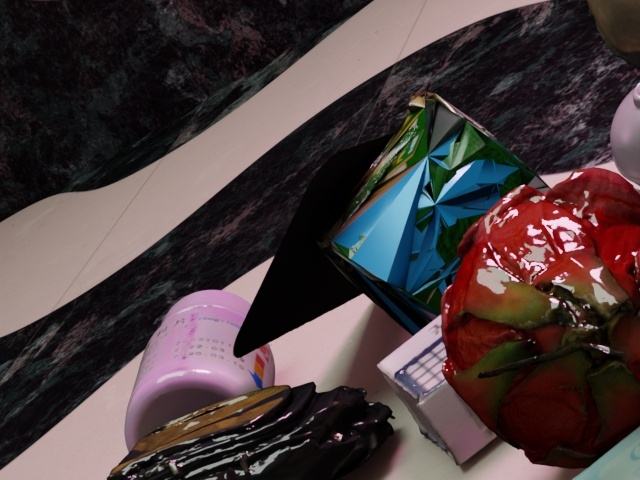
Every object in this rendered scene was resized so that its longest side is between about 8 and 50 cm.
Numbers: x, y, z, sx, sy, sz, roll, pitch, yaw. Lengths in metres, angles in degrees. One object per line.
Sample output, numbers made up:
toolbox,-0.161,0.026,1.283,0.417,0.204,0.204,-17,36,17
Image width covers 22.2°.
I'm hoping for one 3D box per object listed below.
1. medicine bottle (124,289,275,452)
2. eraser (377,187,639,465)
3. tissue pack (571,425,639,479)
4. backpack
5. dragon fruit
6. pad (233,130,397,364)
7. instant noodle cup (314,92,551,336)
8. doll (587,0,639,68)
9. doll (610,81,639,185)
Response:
medicine bottle,-0.125,0.157,1.756,0.152,0.152,0.254,-33,16,11
eraser,0.197,0.071,1.452,0.287,0.086,0.130,-37,17,-5
tissue pack,0.300,0.136,1.049,0.263,0.089,0.177,-39,15,-2
backpack,-0.054,0.207,1.530,0.258,0.133,0.206,-27,9,10
dragon fruit,0.192,0.052,1.202,0.233,0.234,0.293,-37,-17,-3
pad,0.000,0.001,1.726,0.375,0.063,0.315,-21,-40,-62
instant noodle cup,0.121,-0.004,1.598,0.178,0.240,0.240,-48,17,-6
doll,0.412,-0.247,1.499,0.247,0.349,0.247,-32,51,51
doll,0.359,-0.080,1.371,0.151,0.151,0.287,-43,31,-24
